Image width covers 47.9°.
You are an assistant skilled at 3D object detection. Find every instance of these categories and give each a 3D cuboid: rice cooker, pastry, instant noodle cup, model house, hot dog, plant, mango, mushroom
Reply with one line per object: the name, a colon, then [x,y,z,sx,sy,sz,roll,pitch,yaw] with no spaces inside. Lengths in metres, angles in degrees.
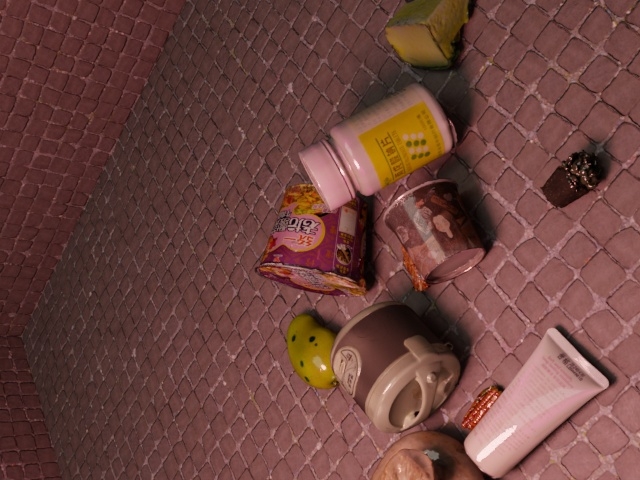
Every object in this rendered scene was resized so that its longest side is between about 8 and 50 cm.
rice cooker: [0.190,0.328,1.838,0.277,0.288,0.288,49,117,40]
pastry: [0.270,0.058,1.959,0.087,0.063,0.169,114,144,-61]
instant noodle cup: [0.000,0.000,2.100,0.340,0.340,0.265,-2,70,47]
model house: [0.317,-0.607,2.010,0.194,0.170,0.211,13,64,54]
instant noodle cup: [0.298,-0.016,1.844,0.217,0.218,0.207,-43,60,33]
hot dog: [0.397,0.415,1.769,0.144,0.038,0.062,-55,48,24]
plant: [0.576,-0.141,1.648,0.143,0.095,0.092,-47,41,36]
mango: [-0.018,0.330,2.162,0.175,0.143,0.293,-63,36,15]
mushroom: [0.232,0.590,1.714,0.298,0.290,0.297,-20,52,27]

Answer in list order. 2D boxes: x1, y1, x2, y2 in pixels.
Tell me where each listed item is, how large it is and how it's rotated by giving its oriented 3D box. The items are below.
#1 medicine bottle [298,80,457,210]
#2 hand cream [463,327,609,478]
medicine bottle: [0.148,-0.247,1.920,0.379,0.213,0.213,-29,55,-1]
hand cream: [0.477,0.387,1.652,0.358,0.118,0.185,-53,45,16]
